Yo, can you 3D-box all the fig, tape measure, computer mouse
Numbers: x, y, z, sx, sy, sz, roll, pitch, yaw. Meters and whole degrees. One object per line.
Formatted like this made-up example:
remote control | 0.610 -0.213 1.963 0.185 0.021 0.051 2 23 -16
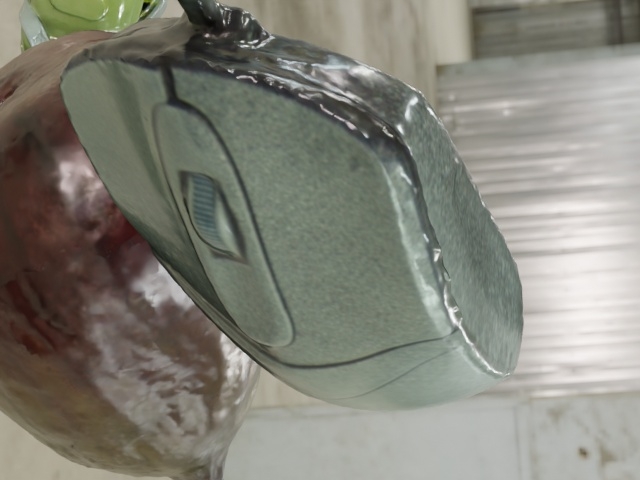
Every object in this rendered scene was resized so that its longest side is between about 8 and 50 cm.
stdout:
fig | -0.084 0.043 0.585 0.170 0.145 0.274 34 -34 56
tape measure | -0.146 -0.167 0.856 0.177 0.087 0.154 -89 -162 -73
computer mouse | -0.001 0.006 0.389 0.229 0.113 0.068 46 61 -57
